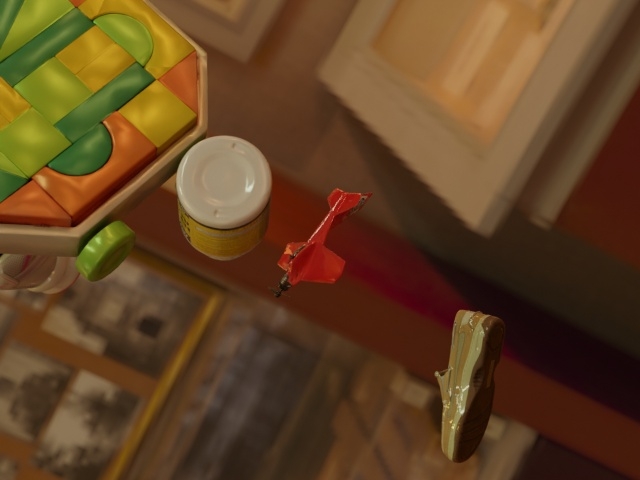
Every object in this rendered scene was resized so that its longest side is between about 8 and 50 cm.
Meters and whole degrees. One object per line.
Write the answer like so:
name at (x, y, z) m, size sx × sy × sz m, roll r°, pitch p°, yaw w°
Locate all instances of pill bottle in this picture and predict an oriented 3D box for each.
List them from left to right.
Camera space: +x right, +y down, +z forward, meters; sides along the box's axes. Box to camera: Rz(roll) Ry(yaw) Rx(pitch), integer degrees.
pill bottle at (-0.066, -0.024, 1.208) m, size 0.116 × 0.065 × 0.065 m, roll 98°, pitch -168°, yaw -73°

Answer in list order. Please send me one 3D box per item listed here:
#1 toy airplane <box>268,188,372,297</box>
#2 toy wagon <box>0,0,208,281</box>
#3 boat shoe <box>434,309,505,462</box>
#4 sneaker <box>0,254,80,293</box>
toy airplane at (0.000, 0.000, 1.810) m, size 0.151 × 0.028 × 0.151 m, roll -37°, pitch 25°, yaw 20°
toy wagon at (-0.251, -0.085, 1.474) m, size 0.344 × 0.267 × 0.068 m, roll -42°, pitch -12°, yaw -28°
boat shoe at (0.175, 0.179, 2.175) m, size 0.072 × 0.068 × 0.190 m, roll 17°, pitch 96°, yaw 32°
sneaker at (-0.328, -0.062, 1.779) m, size 0.103 × 0.252 × 0.111 m, roll -22°, pitch -3°, yaw 32°
